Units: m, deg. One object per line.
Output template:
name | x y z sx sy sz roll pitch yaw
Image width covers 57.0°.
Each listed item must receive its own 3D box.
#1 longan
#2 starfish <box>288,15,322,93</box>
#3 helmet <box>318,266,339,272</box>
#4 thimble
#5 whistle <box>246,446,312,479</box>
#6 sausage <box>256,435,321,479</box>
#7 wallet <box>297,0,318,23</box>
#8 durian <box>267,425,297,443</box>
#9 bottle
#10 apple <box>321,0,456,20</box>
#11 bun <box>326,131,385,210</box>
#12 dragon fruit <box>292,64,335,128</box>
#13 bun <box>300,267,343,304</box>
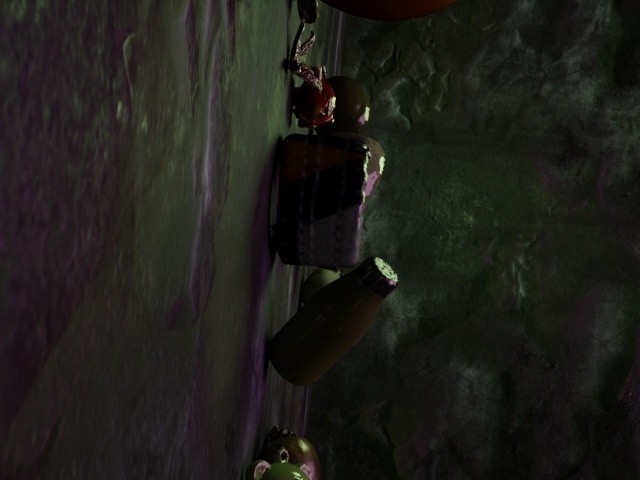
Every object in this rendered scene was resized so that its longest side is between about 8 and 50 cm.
longan | 0.056 -0.348 1.601 0.189 0.189 0.189 5 90 -87
starfish | -0.035 -0.294 0.964 0.130 0.041 0.133 -63 146 -60
helmet | 0.000 0.000 1.560 0.175 0.106 0.155 85 11 -54
thimble | 0.002 -0.067 1.003 0.237 0.150 0.237 5 90 -89
whistle | -0.064 0.455 0.865 0.131 0.106 0.288 26 57 -44
sausage | -0.070 0.580 1.039 0.136 0.123 0.500 28 -64 61
wallet | -0.017 -0.469 0.925 0.142 0.045 0.204 80 15 -76
durian | -0.066 0.435 1.142 0.148 0.091 0.188 -80 173 -62
bottle | 0.025 0.136 1.023 0.260 0.112 0.112 -47 -169 19
apple | 0.083 -0.407 0.661 0.301 0.302 0.301 5 90 -87
bun | 0.024 -0.110 1.247 0.273 0.168 0.273 -62 -173 13
dragon fruit | -0.012 -0.264 1.087 0.086 0.081 0.116 -34 131 -73
bun | 0.001 0.160 1.772 0.173 0.120 0.172 -175 -90 -85
